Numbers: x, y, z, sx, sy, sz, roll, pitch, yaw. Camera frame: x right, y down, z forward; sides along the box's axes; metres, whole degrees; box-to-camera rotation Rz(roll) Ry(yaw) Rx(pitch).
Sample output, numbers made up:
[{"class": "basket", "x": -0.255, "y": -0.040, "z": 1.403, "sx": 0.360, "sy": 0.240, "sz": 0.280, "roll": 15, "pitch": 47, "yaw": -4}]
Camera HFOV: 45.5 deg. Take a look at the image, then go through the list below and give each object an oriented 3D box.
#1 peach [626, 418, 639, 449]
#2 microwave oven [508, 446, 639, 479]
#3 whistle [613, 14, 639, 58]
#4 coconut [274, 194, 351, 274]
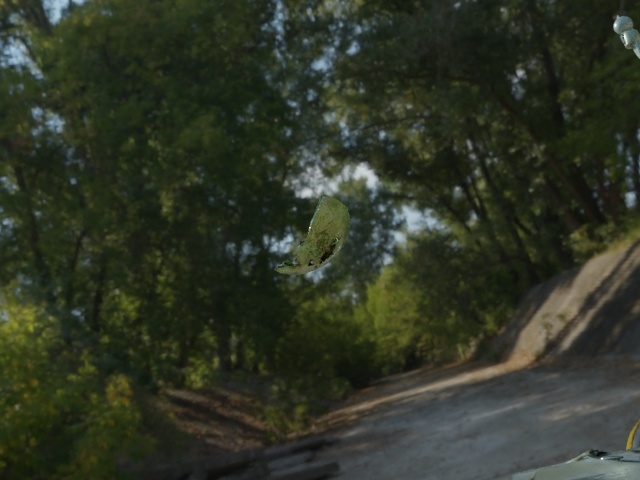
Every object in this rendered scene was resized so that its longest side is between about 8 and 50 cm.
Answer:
[{"class": "peach", "x": 0.764, "y": 0.554, "z": 1.600, "sx": 0.242, "sy": 0.380, "sz": 0.306, "roll": 4, "pitch": 20, "yaw": 33}, {"class": "microwave oven", "x": 0.514, "y": 0.479, "z": 1.108, "sx": 0.432, "sy": 0.374, "sz": 0.236, "roll": -19, "pitch": 6, "yaw": 22}, {"class": "whistle", "x": 0.578, "y": -0.380, "z": 1.423, "sx": 0.035, "sy": 0.100, "sz": 0.035, "roll": -19, "pitch": -21, "yaw": -7}, {"class": "coconut", "x": 0.002, "y": 0.002, "z": 1.260, "sx": 0.133, "sy": 0.055, "sz": 0.158, "roll": -6, "pitch": -48, "yaw": -43}]
